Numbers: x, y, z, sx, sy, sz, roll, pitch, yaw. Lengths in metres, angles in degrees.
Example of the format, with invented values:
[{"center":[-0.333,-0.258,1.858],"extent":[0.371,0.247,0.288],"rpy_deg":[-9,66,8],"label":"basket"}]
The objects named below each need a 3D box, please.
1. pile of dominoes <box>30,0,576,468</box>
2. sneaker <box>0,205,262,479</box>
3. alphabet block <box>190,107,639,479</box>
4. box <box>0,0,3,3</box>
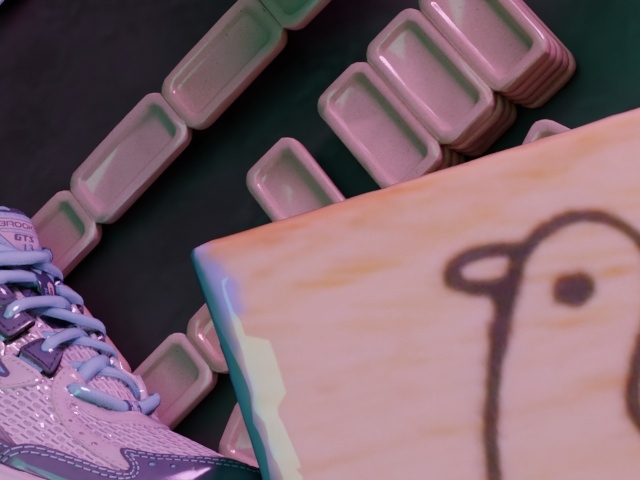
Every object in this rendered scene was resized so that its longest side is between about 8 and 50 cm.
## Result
[{"center":[0.000,0.000,0.817],"extent":[0.251,0.040,0.196],"rpy_deg":[-45,65,12],"label":"pile of dominoes"},{"center":[-0.137,0.044,0.795],"extent":[0.283,0.110,0.122],"rpy_deg":[17,83,27],"label":"sneaker"},{"center":[0.086,0.084,0.632],"extent":[0.197,0.193,0.192],"rpy_deg":[-18,71,-4],"label":"alphabet block"},{"center":[-0.174,-0.158,0.923],"extent":[0.081,0.028,0.136],"rpy_deg":[-19,71,15],"label":"box"}]
